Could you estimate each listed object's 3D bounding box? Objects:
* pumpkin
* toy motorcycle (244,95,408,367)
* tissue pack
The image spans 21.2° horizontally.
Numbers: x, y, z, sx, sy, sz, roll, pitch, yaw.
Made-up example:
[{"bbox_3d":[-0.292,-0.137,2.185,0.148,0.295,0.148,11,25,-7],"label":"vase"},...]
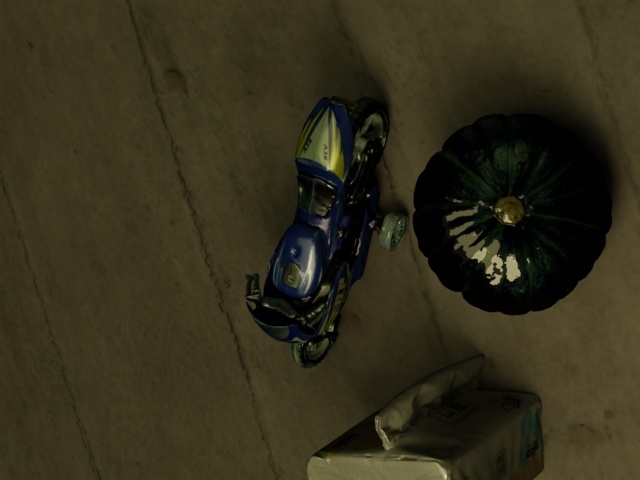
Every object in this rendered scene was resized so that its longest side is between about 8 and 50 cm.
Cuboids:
[{"bbox_3d":[0.184,-0.026,1.632,0.194,0.150,0.194,3,97,27],"label":"pumpkin"},{"bbox_3d":[0.000,0.000,1.735,0.113,0.169,0.315,22,114,24],"label":"toy motorcycle"},{"bbox_3d":[0.105,0.200,1.692,0.159,0.229,0.145,0,101,30],"label":"tissue pack"}]
